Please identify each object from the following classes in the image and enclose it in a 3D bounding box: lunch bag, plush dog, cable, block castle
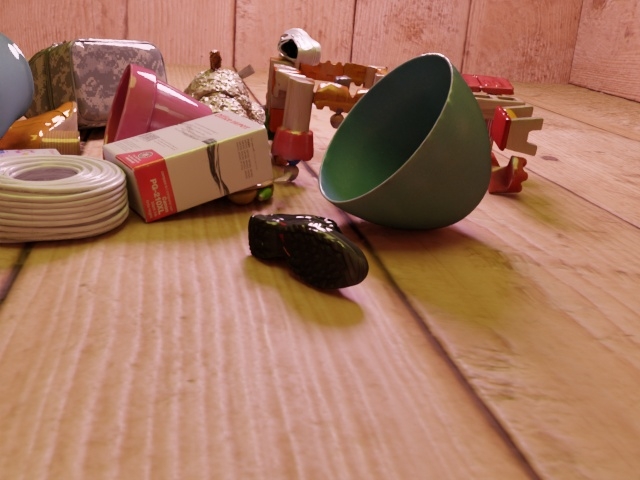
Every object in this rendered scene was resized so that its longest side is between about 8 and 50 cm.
[{"bbox_3d":[-0.564,-0.371,1.848,0.256,0.212,0.305,-5,8,39],"label":"lunch bag"},{"bbox_3d":[-0.239,-0.305,1.775,0.263,0.210,0.225,0,42,-14],"label":"plush dog"},{"bbox_3d":[-0.423,-0.071,1.144,0.257,0.089,0.257,1,19,-8],"label":"cable"},{"bbox_3d":[0.030,-0.266,1.653,0.303,0.212,0.453,6,20,-9],"label":"block castle"}]

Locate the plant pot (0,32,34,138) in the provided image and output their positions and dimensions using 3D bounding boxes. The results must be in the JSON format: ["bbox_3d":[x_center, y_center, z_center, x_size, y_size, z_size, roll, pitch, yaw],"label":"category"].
[{"bbox_3d":[-0.648,-0.254,1.303,0.272,0.271,0.255,10,27,15],"label":"plant pot"}]

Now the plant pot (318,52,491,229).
[{"bbox_3d":[0.166,-0.130,1.237,0.195,0.290,0.290,36,5,-26],"label":"plant pot"}]

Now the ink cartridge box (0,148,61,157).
[{"bbox_3d":[-0.529,-0.131,1.357,0.123,0.052,0.088,-5,20,-28],"label":"ink cartridge box"}]

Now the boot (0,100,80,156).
[{"bbox_3d":[-0.603,-0.224,1.536,0.211,0.104,0.295,-2,24,-19],"label":"boot"}]

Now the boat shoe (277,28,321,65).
[{"bbox_3d":[-0.060,-0.423,1.652,0.063,0.066,0.184,0,31,-26],"label":"boat shoe"}]

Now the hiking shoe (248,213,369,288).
[{"bbox_3d":[0.000,0.000,1.034,0.114,0.086,0.227,-15,26,-37],"label":"hiking shoe"}]

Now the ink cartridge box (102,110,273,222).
[{"bbox_3d":[-0.223,-0.133,1.281,0.237,0.100,0.172,-21,29,-25],"label":"ink cartridge box"}]

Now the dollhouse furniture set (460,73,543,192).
[{"bbox_3d":[0.341,-0.221,1.616,0.152,0.201,0.374,5,25,0],"label":"dollhouse furniture set"}]

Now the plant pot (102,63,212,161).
[{"bbox_3d":[-0.323,-0.232,1.517,0.180,0.201,0.201,14,14,-25],"label":"plant pot"}]

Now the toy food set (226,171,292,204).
[{"bbox_3d":[-0.146,-0.089,1.358,0.192,0.038,0.132,-5,12,7],"label":"toy food set"}]

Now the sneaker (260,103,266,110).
[{"bbox_3d":[-0.122,-0.306,1.963,0.118,0.083,0.222,-14,25,14],"label":"sneaker"}]
